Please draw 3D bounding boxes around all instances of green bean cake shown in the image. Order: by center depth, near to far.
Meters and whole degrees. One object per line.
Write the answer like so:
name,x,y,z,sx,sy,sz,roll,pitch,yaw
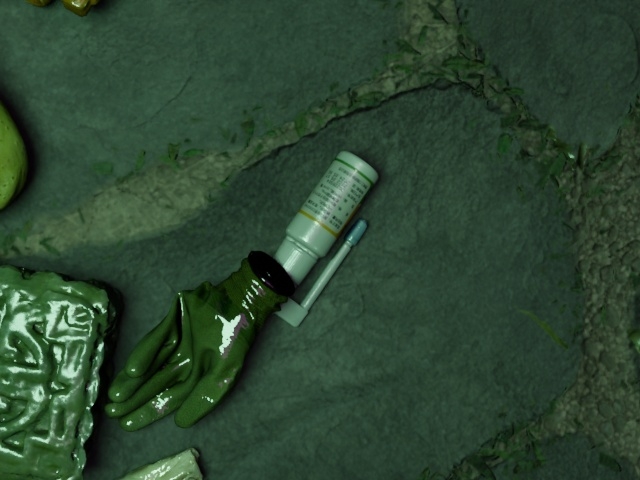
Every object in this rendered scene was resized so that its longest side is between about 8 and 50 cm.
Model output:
green bean cake,-0.366,0.142,0.918,0.255,0.132,0.241,14,87,-9

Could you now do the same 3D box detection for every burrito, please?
burrito,-0.227,0.309,0.969,0.188,0.045,0.058,-25,65,-8

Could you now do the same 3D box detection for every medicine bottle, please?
medicine bottle,0.000,0.000,1.025,0.092,0.061,0.221,37,86,-26

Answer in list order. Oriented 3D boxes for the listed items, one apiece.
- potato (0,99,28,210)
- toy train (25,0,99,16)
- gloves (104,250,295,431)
potato,-0.437,-0.134,0.919,0.169,0.143,0.248,-33,98,28
toy train,-0.358,-0.398,0.904,0.369,0.231,0.163,29,79,-7
gloves,-0.142,0.125,0.963,0.268,0.107,0.135,-42,76,-2
